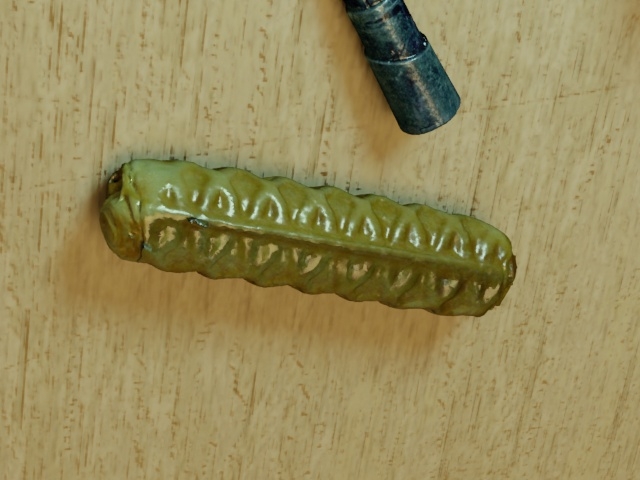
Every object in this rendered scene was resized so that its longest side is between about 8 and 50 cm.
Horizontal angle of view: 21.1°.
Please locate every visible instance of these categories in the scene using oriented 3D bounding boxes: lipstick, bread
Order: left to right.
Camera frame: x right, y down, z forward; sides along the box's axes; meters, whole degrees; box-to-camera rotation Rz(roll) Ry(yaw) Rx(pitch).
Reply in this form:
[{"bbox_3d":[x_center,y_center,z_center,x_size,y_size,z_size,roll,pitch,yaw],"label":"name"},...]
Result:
[{"bbox_3d":[-0.001,0.001,1.362,0.367,0.084,0.077,10,155,-27],"label":"bread"},{"bbox_3d":[0.033,-0.183,1.291,0.053,0.053,0.234,-35,122,-3],"label":"lipstick"}]
